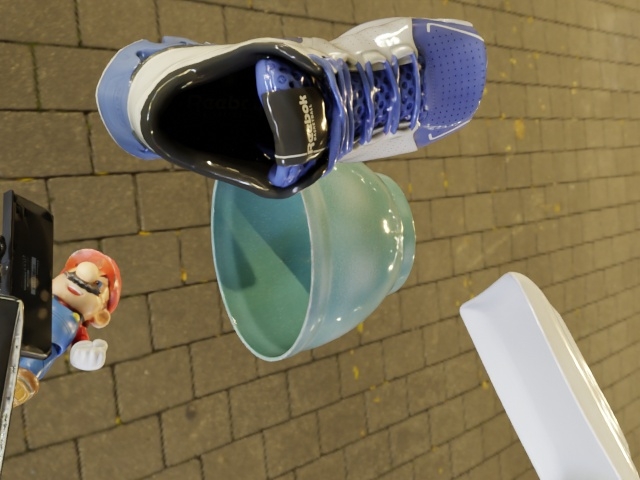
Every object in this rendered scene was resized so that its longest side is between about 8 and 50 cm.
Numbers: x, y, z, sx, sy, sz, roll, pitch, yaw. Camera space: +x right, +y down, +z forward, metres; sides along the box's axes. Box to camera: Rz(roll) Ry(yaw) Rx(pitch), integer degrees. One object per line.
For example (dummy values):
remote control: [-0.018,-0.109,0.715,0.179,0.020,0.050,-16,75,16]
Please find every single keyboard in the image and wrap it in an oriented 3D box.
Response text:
keyboard: [-0.333,0.036,0.834,0.108,0.023,0.180,46,35,-67]

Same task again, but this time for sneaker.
sneaker: [-0.001,-0.095,0.577,0.315,0.182,0.128,-8,112,-17]

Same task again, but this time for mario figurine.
mario figurine: [-0.428,0.106,1.233,0.198,0.170,0.321,65,28,-22]

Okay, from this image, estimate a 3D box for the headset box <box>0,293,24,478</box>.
headset box: [-0.316,0.078,0.395,0.246,0.283,0.131,12,79,-30]

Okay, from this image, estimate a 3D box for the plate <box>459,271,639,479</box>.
plate: [0.269,0.178,0.907,0.045,0.277,0.278,-24,78,-7]

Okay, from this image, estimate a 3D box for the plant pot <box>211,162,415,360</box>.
plant pot: [0.000,0.000,1.013,0.196,0.293,0.293,-5,93,-30]
